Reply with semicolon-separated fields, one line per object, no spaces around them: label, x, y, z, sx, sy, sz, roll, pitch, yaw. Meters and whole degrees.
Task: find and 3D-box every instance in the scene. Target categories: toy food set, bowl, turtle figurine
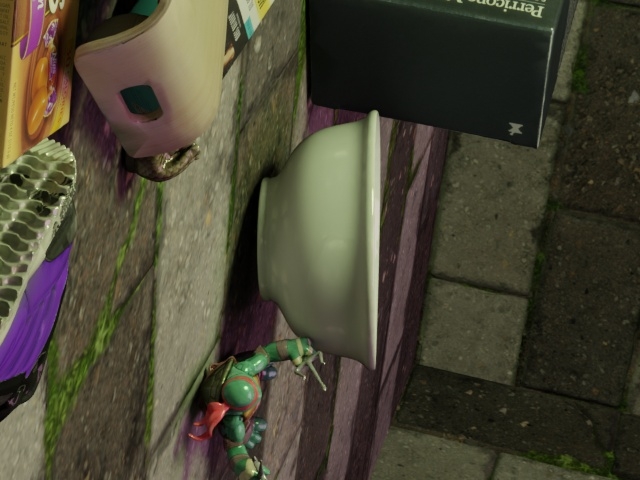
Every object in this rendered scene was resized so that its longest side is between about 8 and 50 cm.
toy food set;-0.119;-0.231;1.143;0.220;0.092;0.306;74;18;-75
bowl;0.000;0.000;1.893;0.298;0.134;0.298;0;90;-88
turtle figurine;-0.075;0.174;1.829;0.175;0.118;0.234;-62;-176;-6

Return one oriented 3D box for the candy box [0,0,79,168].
candy box;-0.184;-0.149;0.995;0.109;0.053;0.186;-55;157;-67

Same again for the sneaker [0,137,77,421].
sneaker;-0.211;0.067;0.963;0.293;0.102;0.146;-64;164;-55

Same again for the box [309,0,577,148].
box;0.176;-0.347;2.072;0.212;0.293;0.395;89;16;-52

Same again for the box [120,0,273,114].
box;-0.076;-0.207;1.316;0.244;0.060;0.100;-59;166;-13

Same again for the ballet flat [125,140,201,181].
ballet flat;-0.103;-0.163;1.410;0.084;0.058;0.250;80;25;-67
